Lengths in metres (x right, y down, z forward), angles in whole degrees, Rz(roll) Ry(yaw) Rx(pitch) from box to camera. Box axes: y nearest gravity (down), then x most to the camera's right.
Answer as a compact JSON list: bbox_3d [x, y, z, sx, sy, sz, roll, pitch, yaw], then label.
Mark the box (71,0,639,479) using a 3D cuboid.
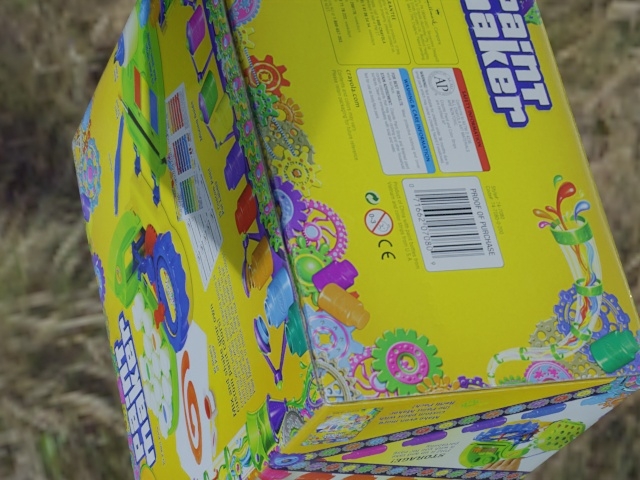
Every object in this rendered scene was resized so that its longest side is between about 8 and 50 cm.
[{"bbox_3d":[0.000,0.000,0.957,0.177,0.279,0.290,-3,65,-24],"label":"box"}]
